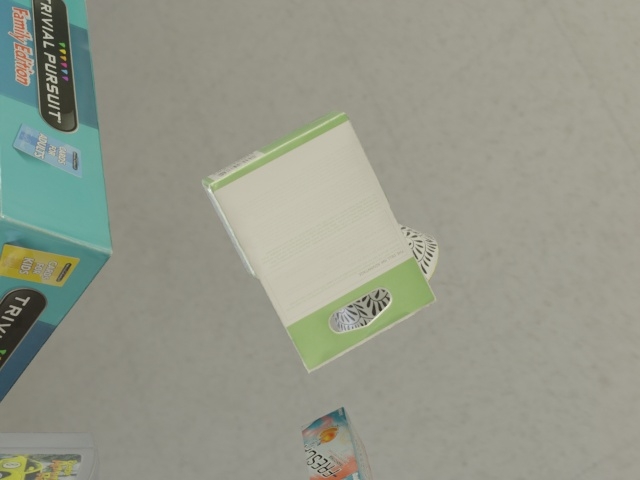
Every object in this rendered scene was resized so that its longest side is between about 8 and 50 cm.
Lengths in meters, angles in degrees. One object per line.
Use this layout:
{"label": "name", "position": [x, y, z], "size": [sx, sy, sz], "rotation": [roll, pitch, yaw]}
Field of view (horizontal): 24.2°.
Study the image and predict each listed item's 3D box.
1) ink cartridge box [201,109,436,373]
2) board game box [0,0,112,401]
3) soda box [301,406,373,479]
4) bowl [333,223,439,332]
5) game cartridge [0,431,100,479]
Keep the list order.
{"label": "ink cartridge box", "position": [0.000, 0.000, 1.623], "size": [0.171, 0.235, 0.056], "rotation": [-29, 13, -10]}
{"label": "board game box", "position": [-0.250, -0.038, 1.051], "size": [0.254, 0.079, 0.336], "rotation": [-49, 36, 32]}
{"label": "soda box", "position": [0.022, 0.258, 1.652], "size": [0.058, 0.063, 0.183], "rotation": [-26, 20, 3]}
{"label": "bowl", "position": [0.060, 0.031, 1.889], "size": [0.170, 0.080, 0.170], "rotation": [-35, 26, 20]}
{"label": "game cartridge", "position": [-0.338, 0.276, 1.584], "size": [0.196, 0.294, 0.060], "rotation": [3, 106, 2]}
